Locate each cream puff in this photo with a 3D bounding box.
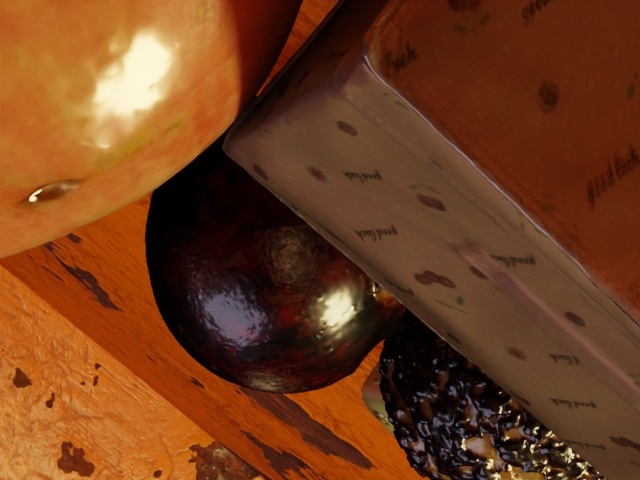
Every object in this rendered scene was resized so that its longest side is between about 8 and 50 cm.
[{"bbox_3d":[0.155,0.135,1.130,0.239,0.164,0.239,27,167,7],"label":"cream puff"}]

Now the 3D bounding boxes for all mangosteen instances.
[{"bbox_3d":[0.000,0.000,1.059,0.266,0.228,0.228,-5,148,16],"label":"mangosteen"}]

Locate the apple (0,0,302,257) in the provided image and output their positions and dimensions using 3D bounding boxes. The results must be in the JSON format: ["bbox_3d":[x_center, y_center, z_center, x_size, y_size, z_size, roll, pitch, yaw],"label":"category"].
[{"bbox_3d":[-0.185,-0.194,0.595,0.391,0.391,0.346,18,141,48],"label":"apple"}]

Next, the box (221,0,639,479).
[{"bbox_3d":[0.150,-0.039,0.584,0.297,0.225,0.190,42,162,-12],"label":"box"}]

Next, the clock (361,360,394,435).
[{"bbox_3d":[0.198,0.215,1.409,0.308,0.096,0.235,42,162,-18],"label":"clock"}]
